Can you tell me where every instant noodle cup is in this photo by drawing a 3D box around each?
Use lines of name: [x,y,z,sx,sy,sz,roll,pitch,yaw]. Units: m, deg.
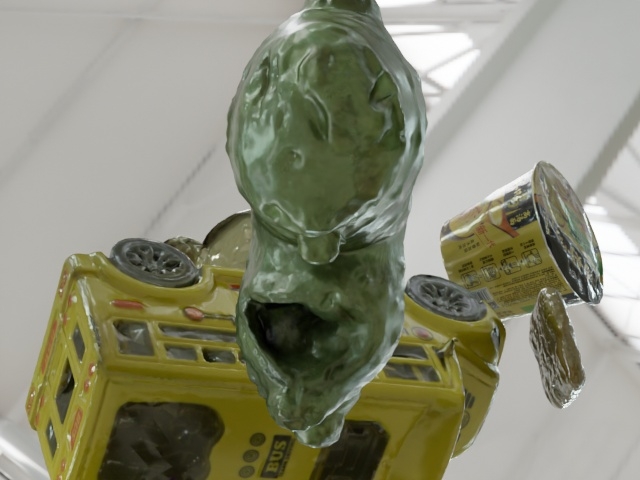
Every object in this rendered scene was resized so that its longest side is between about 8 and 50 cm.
instant noodle cup: [0.196,0.010,1.285,0.151,0.122,0.151,44,-145,-42]

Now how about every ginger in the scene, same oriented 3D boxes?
ginger: [0.001,0.002,0.560,0.290,0.089,0.137,101,-169,-54]

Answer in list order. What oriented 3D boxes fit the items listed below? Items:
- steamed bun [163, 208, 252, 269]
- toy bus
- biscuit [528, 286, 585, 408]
steamed bun: [-0.072,0.079,1.126,0.106,0.177,0.192,28,-140,-48]
toy bus: [-0.017,0.104,0.872,0.330,0.152,0.144,8,-64,-25]
biscuit: [0.157,0.074,0.872,0.018,0.147,0.071,-13,-105,0]
